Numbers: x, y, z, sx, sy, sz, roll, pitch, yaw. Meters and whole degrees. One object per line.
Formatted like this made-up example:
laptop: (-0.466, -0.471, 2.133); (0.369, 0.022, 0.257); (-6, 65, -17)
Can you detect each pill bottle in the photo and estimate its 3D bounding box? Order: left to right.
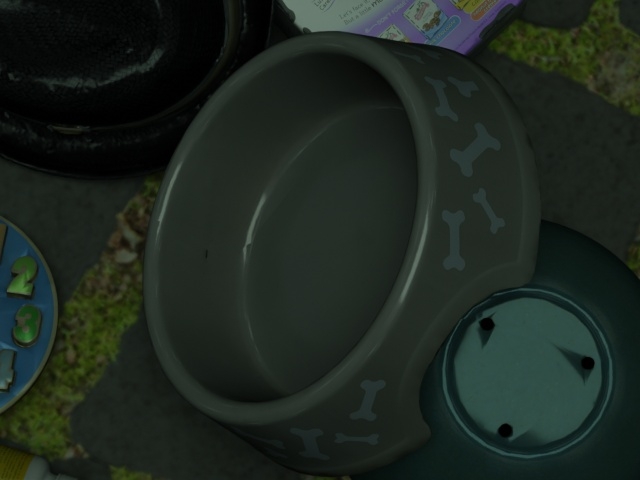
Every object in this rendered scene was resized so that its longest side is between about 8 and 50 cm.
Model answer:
pill bottle: (-0.257, 0.198, 1.593); (0.116, 0.065, 0.065); (16, 82, 2)

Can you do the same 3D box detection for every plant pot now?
plant pot: (0.150, 0.111, 1.546); (0.290, 0.195, 0.290); (0, 82, 0)

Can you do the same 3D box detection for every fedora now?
fedora: (-0.209, -0.193, 1.570); (0.334, 0.152, 0.334); (1, 98, 8)

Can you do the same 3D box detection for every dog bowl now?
dog bowl: (0.000, 0.000, 1.499); (0.102, 0.349, 0.348); (21, 79, -42)

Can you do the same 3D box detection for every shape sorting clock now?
shape sorting clock: (-0.317, 0.061, 1.607); (0.206, 0.040, 0.206); (1, 64, -3)

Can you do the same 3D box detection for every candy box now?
candy box: (0.049, -0.214, 1.656); (0.165, 0.070, 0.196); (-43, 85, -6)
